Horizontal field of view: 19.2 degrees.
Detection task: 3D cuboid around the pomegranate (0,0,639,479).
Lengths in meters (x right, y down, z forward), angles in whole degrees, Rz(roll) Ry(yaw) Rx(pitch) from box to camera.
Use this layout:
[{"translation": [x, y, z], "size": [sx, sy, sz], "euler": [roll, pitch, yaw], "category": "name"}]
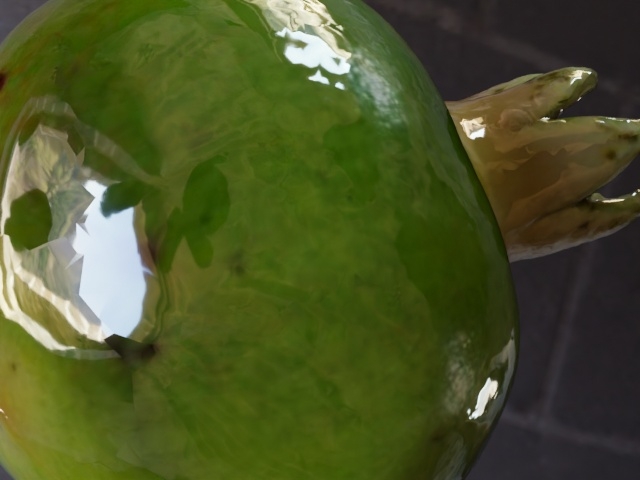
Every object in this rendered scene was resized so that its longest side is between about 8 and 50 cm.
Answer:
[{"translation": [0.000, 0.000, 0.882], "size": [0.358, 0.216, 0.310], "euler": [-20, 87, -15], "category": "pomegranate"}]
